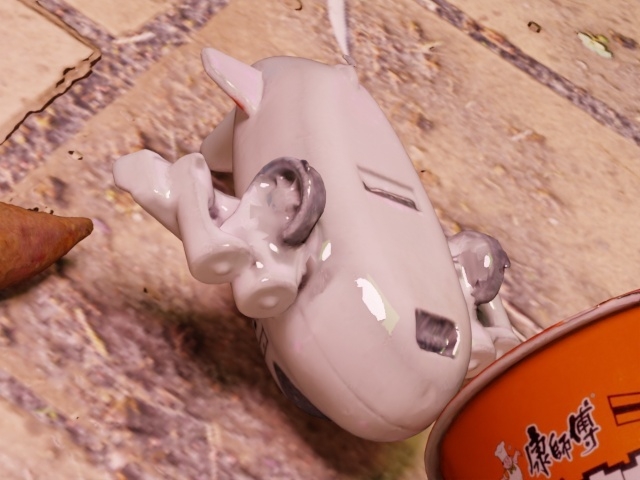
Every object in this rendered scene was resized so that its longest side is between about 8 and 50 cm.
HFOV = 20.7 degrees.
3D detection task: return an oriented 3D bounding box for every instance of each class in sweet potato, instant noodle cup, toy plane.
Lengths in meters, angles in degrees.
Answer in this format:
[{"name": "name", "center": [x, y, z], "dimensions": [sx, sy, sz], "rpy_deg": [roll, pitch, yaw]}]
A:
[{"name": "sweet potato", "center": [-0.203, 0.009, 0.830], "dimensions": [0.218, 0.051, 0.065], "rpy_deg": [-4, 47, -33]}, {"name": "instant noodle cup", "center": [0.190, 0.151, 0.777], "dimensions": [0.250, 0.250, 0.192], "rpy_deg": [3, 54, -28]}, {"name": "toy plane", "center": [0.003, -0.002, 0.915], "dimensions": [0.252, 0.118, 0.252], "rpy_deg": [34, 29, -22]}]
